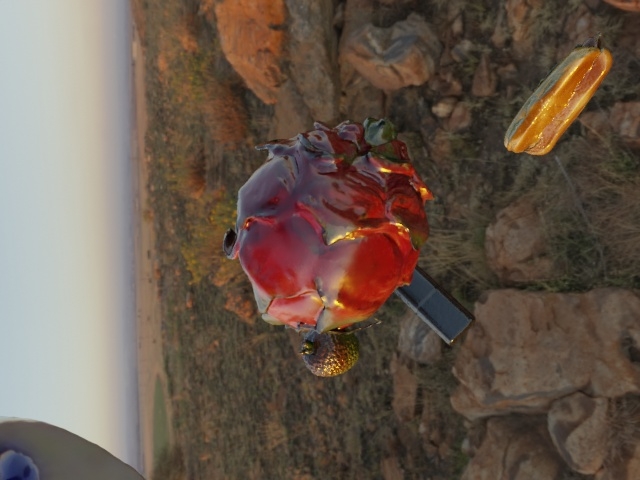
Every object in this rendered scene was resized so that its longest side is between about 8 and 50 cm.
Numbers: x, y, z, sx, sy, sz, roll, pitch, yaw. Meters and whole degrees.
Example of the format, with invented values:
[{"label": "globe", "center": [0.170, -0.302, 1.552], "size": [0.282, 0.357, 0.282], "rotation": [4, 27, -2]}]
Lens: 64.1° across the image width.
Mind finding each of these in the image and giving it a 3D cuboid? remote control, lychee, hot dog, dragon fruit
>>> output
[{"label": "remote control", "center": [0.138, 0.062, 0.821], "size": [0.245, 0.063, 0.025], "rotation": [43, 176, 20]}, {"label": "lychee", "center": [0.017, 0.222, 1.053], "size": [0.114, 0.146, 0.114], "rotation": [-14, 72, 52]}, {"label": "hot dog", "center": [0.216, -0.129, 0.469], "size": [0.133, 0.056, 0.041], "rotation": [114, 159, -51]}, {"label": "dragon fruit", "center": [0.000, 0.000, 0.512], "size": [0.193, 0.192, 0.274], "rotation": [-75, 11, -62]}]

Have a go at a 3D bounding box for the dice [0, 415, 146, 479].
[{"label": "dice", "center": [-0.282, 0.321, 0.402], "size": [0.259, 0.251, 0.243], "rotation": [-48, 9, 29]}]
